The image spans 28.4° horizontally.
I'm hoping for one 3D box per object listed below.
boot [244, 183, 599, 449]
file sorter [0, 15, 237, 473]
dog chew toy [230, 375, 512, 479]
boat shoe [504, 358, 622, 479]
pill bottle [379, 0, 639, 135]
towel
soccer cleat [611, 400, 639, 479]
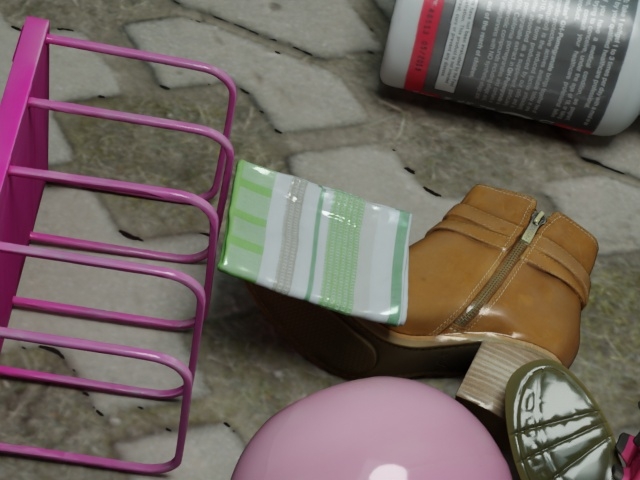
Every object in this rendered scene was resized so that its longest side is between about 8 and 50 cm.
[{"bbox_3d":[0.095,0.022,1.077,0.283,0.109,0.220,26,57,7],"label":"boot"},{"bbox_3d":[-0.172,0.012,0.995,0.182,0.202,0.291,10,54,-5],"label":"file sorter"},{"bbox_3d":[0.061,0.265,0.858,0.206,0.207,0.332,-13,66,-17],"label":"dog chew toy"},{"bbox_3d":[0.202,0.201,0.973,0.080,0.073,0.224,-24,74,-3],"label":"boat shoe"},{"bbox_3d":[0.227,-0.200,1.213,0.318,0.176,0.176,14,54,2],"label":"pill bottle"},{"bbox_3d":[0.000,0.000,0.981,0.152,0.023,0.113,18,49,-15],"label":"towel"},{"bbox_3d":[0.328,0.128,0.973,0.143,0.116,0.331,33,29,12],"label":"soccer cleat"}]
